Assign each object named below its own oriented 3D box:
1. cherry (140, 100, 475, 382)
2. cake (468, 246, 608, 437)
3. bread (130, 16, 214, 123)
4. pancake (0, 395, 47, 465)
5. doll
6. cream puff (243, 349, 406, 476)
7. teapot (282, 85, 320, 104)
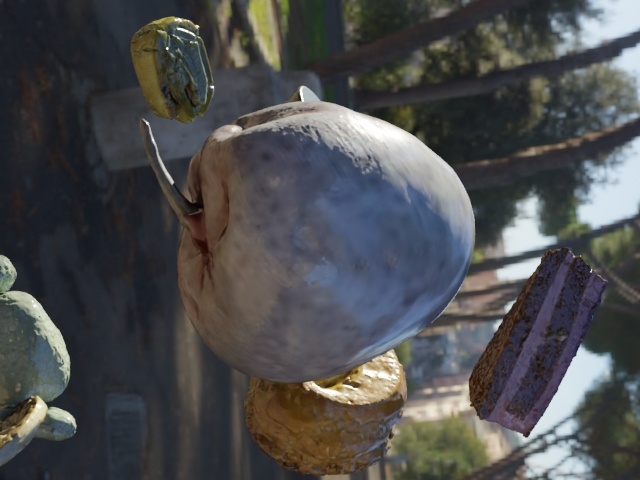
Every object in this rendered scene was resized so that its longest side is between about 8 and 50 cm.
[{"bbox_3d":[0.001,-0.008,1.147,0.326,0.335,0.291,74,1,-55],"label":"cherry"},{"bbox_3d":[0.325,0.154,1.639,0.295,0.116,0.113,-59,-172,-6],"label":"cake"},{"bbox_3d":[-0.212,-0.248,1.577,0.117,0.064,0.156,-34,111,-45],"label":"bread"},{"bbox_3d":[-0.324,0.208,1.040,0.025,0.151,0.151,51,15,-12],"label":"pancake"},{"bbox_3d":[-0.325,0.118,1.138,0.214,0.103,0.071,64,-15,5],"label":"doll"},{"bbox_3d":[-0.006,0.292,2.034,0.343,0.327,0.231,47,-45,29],"label":"cream puff"},{"bbox_3d":[-0.045,-0.115,1.575,0.162,0.149,0.239,48,20,-45],"label":"teapot"}]
